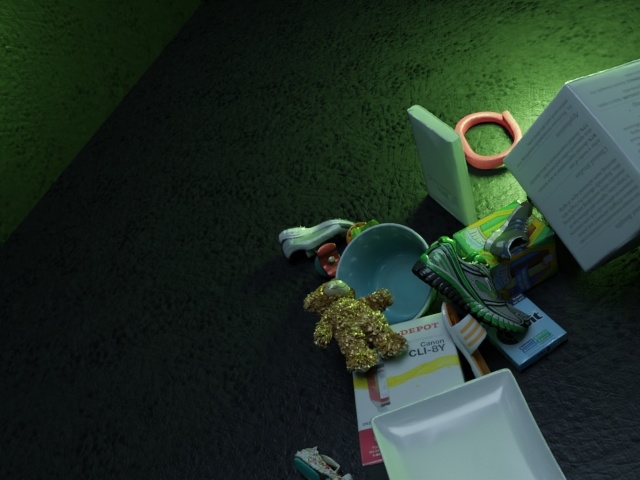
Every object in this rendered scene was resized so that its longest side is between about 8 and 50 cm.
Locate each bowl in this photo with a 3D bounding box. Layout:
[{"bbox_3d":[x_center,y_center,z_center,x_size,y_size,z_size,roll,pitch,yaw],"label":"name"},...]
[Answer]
[{"bbox_3d":[0.216,0.119,1.975,0.311,0.163,0.312,-9,74,32],"label":"bowl"}]

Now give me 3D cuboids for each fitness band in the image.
[{"bbox_3d":[0.587,-0.357,2.413,0.208,0.054,0.291,-21,42,7],"label":"fitness band"}]

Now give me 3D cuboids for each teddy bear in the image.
[{"bbox_3d":[0.085,0.206,1.804,0.245,0.113,0.338,-19,40,3],"label":"teddy bear"}]

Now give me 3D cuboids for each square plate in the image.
[{"bbox_3d":[0.313,0.475,1.482,0.343,0.049,0.347,-20,43,3],"label":"square plate"}]

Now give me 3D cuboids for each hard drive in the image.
[{"bbox_3d":[0.381,-0.228,2.149,0.047,0.353,0.233,-32,43,-8],"label":"hard drive"}]

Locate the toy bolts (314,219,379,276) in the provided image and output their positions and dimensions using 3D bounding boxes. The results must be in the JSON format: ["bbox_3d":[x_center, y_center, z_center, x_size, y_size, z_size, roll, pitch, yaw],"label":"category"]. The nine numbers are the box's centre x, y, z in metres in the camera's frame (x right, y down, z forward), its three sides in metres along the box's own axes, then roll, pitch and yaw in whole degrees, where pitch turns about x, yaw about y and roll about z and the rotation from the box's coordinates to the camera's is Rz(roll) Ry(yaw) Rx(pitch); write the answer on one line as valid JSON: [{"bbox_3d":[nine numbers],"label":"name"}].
[{"bbox_3d":[0.098,0.069,2.184,0.228,0.158,0.218,-21,83,-11],"label":"toy bolts"}]

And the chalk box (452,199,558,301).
[{"bbox_3d":[0.494,0.054,1.951,0.288,0.179,0.180,-29,43,-5],"label":"chalk box"}]

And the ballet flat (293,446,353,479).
[{"bbox_3d":[0.031,0.588,1.708,0.077,0.091,0.241,-24,42,-34],"label":"ballet flat"}]

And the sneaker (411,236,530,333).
[{"bbox_3d":[0.410,0.120,1.775,0.146,0.343,0.134,-54,11,-1],"label":"sneaker"}]

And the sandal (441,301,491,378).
[{"bbox_3d":[0.395,0.258,1.754,0.076,0.265,0.102,-29,9,23],"label":"sandal"}]

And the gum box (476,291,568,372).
[{"bbox_3d":[0.536,0.242,1.850,0.156,0.041,0.184,-32,42,-8],"label":"gum box"}]

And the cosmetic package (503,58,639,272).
[{"bbox_3d":[0.770,-0.195,1.809,0.327,0.329,0.394,-20,69,-28],"label":"cosmetic package"}]

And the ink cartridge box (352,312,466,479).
[{"bbox_3d":[0.233,0.398,1.742,0.279,0.160,0.385,-15,44,10],"label":"ink cartridge box"}]

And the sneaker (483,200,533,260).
[{"bbox_3d":[0.525,-0.018,1.839,0.192,0.064,0.086,-43,53,-18],"label":"sneaker"}]

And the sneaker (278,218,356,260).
[{"bbox_3d":[0.000,0.000,2.300,0.271,0.100,0.108,-14,68,6],"label":"sneaker"}]

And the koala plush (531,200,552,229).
[{"bbox_3d":[0.702,-0.157,2.068,0.203,0.196,0.221,13,49,20],"label":"koala plush"}]
